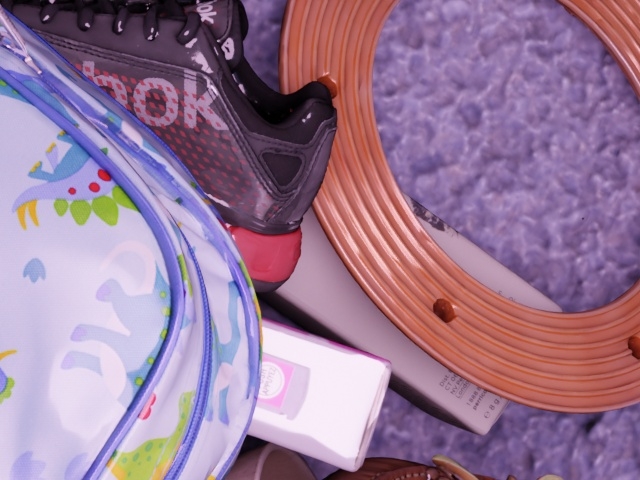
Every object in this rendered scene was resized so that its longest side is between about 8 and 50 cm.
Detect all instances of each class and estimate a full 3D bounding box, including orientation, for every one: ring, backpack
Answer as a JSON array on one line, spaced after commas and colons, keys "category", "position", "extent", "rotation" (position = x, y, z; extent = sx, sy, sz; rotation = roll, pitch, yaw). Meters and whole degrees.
[{"category": "ring", "position": [0.114, -0.057, 1.169], "extent": [0.336, 0.032, 0.337], "rotation": [14, 63, -29]}, {"category": "backpack", "position": [-0.194, 0.015, 0.844], "extent": [0.355, 0.273, 0.290], "rotation": [38, 80, -12]}]

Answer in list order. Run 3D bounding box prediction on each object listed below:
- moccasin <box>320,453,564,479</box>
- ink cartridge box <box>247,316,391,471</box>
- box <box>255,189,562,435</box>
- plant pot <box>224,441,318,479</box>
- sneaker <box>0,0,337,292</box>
[{"category": "moccasin", "position": [0.106, 0.194, 1.095], "extent": [0.380, 0.147, 0.139], "rotation": [30, 54, -55]}, {"category": "ink cartridge box", "position": [-0.148, 0.032, 1.038], "extent": [0.370, 0.176, 0.069], "rotation": [17, 87, -1]}, {"category": "box", "position": [0.000, 0.000, 1.170], "extent": [0.275, 0.113, 0.094], "rotation": [36, 83, -18]}, {"category": "plant pot", "position": [-0.117, 0.268, 1.087], "extent": [0.274, 0.256, 0.257], "rotation": [-16, 100, 10]}, {"category": "sneaker", "position": [-0.110, -0.087, 1.012], "extent": [0.276, 0.098, 0.135], "rotation": [29, 107, -10]}]
